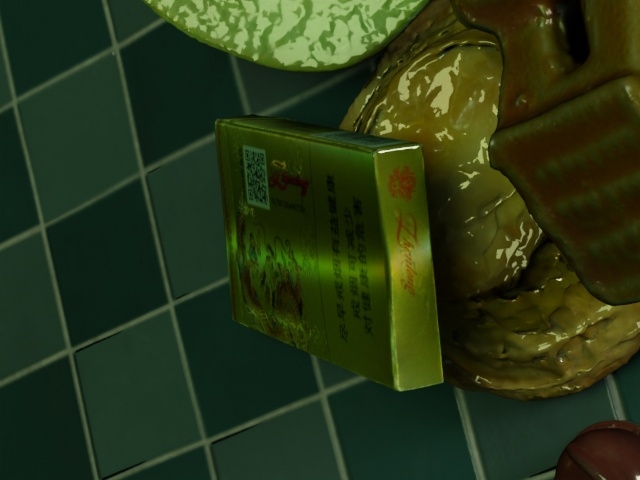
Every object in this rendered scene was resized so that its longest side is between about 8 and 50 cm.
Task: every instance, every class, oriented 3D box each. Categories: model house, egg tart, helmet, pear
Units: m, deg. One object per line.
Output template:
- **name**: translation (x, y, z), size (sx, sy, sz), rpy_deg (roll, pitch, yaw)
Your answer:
- **model house**: translation (0.239, -0.092, 1.276), size (0.268, 0.173, 0.239), rpy_deg (-25, 57, 42)
- **egg tart**: translation (0.134, -0.050, 1.470), size (0.341, 0.129, 0.341), rpy_deg (-7, 78, 33)
- **helmet**: translation (0.209, 0.174, 1.423), size (0.111, 0.057, 0.089), rpy_deg (23, 94, 35)
- **pear**: translation (0.018, -0.249, 1.572), size (0.239, 0.139, 0.288), rpy_deg (45, 104, 28)

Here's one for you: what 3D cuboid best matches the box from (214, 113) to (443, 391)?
- **box**: translation (0.000, 0.000, 1.490), size (0.311, 0.043, 0.173), rpy_deg (-165, 67, -65)
